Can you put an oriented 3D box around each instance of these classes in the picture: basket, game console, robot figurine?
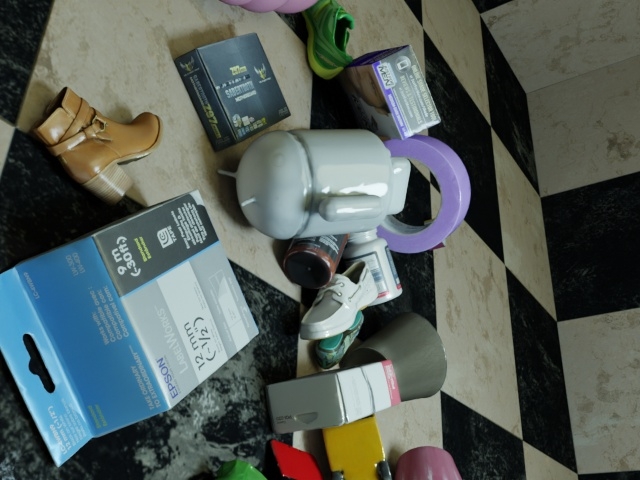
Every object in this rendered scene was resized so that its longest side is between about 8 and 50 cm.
[{"bbox_3d":[0.159,0.275,1.536,0.227,0.154,0.204,-9,82,-57],"label":"basket"},{"bbox_3d":[-0.051,0.437,1.232,0.144,0.085,0.124,38,77,-46],"label":"game console"},{"bbox_3d":[-0.005,-0.107,1.310,0.353,0.300,0.199,-5,112,-27],"label":"robot figurine"}]

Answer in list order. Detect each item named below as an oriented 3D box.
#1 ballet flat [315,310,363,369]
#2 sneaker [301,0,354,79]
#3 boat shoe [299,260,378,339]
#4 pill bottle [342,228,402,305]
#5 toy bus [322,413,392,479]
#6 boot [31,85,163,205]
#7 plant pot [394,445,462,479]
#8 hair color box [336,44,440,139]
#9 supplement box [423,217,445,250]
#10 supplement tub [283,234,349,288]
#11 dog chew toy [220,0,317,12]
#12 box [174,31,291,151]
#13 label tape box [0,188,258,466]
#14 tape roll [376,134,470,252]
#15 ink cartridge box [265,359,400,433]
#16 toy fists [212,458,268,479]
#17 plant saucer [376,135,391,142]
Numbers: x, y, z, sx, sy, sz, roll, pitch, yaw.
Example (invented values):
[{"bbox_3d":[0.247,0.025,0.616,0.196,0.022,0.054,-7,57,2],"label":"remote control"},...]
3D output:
[{"bbox_3d":[0.038,0.206,1.458,0.188,0.070,0.070,-40,111,-56],"label":"ballet flat"},{"bbox_3d":[0.024,-0.541,1.711,0.109,0.123,0.295,6,70,-58],"label":"sneaker"},{"bbox_3d":[0.031,0.114,1.421,0.277,0.098,0.096,-37,120,-59],"label":"boat shoe"},{"bbox_3d":[0.110,0.050,1.593,0.108,0.108,0.180,-23,96,-60],"label":"pill bottle"},{"bbox_3d":[0.089,0.498,1.314,0.130,0.108,0.332,91,-14,-86],"label":"toy bus"},{"bbox_3d":[-0.315,-0.165,1.015,0.152,0.073,0.197,49,36,-31],"label":"boot"},{"bbox_3d":[0.233,0.553,1.501,0.201,0.201,0.180,55,19,-31],"label":"plant pot"},{"bbox_3d":[0.150,-0.352,1.677,0.185,0.110,0.339,65,-8,-16],"label":"hair color box"},{"bbox_3d":[0.337,-0.020,2.063,0.043,0.055,0.083,43,43,-43],"label":"supplement box"},{"bbox_3d":[0.000,0.000,1.433,0.106,0.106,0.198,58,34,-27],"label":"supplement tub"},{"bbox_3d":[-0.115,-0.559,1.427,0.332,0.207,0.206,-37,109,-50],"label":"dog chew toy"},{"bbox_3d":[-0.160,-0.291,1.346,0.183,0.059,0.233,66,30,-12],"label":"box"},{"bbox_3d":[-0.252,0.100,0.953,0.348,0.115,0.249,-38,109,-60],"label":"label tape box"},{"bbox_3d":[0.213,-0.112,1.675,0.090,0.275,0.274,-29,102,-60],"label":"tape roll"},{"bbox_3d":[0.027,0.284,1.288,0.218,0.159,0.092,1,75,-60],"label":"ink cartridge box"},{"bbox_3d":[-0.097,0.473,1.060,0.279,0.096,0.142,59,23,-23],"label":"toy fists"},{"bbox_3d":[0.173,-0.235,1.916,0.168,0.029,0.168,31,51,-50],"label":"plant saucer"}]
